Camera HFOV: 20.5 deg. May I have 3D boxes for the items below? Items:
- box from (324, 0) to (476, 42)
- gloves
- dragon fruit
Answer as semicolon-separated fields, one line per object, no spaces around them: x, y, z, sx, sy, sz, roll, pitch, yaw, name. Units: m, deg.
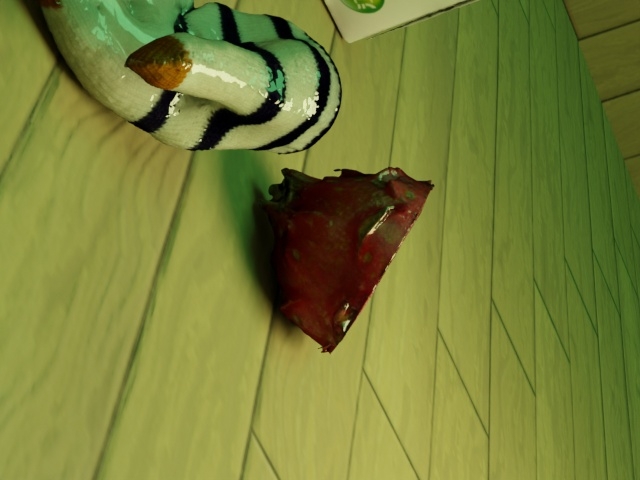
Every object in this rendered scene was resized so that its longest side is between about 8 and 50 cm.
0.038;-0.364;1.633;0.145;0.173;0.333;-91;157;-49;box
-0.092;-0.124;1.100;0.218;0.131;0.140;14;57;-35;gloves
0.000;0.000;1.296;0.111;0.153;0.153;28;20;2;dragon fruit
